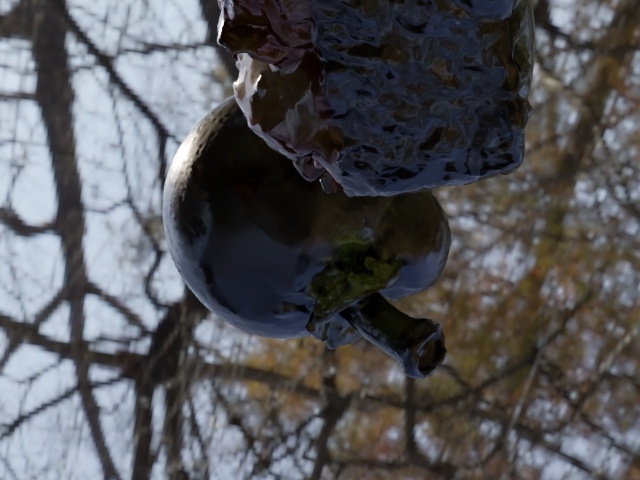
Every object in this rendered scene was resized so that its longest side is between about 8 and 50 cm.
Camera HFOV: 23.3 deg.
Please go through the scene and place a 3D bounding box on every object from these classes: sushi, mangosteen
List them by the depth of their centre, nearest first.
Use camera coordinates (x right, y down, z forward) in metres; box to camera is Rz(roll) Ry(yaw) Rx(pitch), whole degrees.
[{"bbox_3d":[0.029,-0.172,0.884,0.182,0.343,0.196,-1,-148,9],"label":"sushi"},{"bbox_3d":[0.000,0.000,1.275,0.231,0.231,0.289,-7,-138,-27],"label":"mangosteen"}]
